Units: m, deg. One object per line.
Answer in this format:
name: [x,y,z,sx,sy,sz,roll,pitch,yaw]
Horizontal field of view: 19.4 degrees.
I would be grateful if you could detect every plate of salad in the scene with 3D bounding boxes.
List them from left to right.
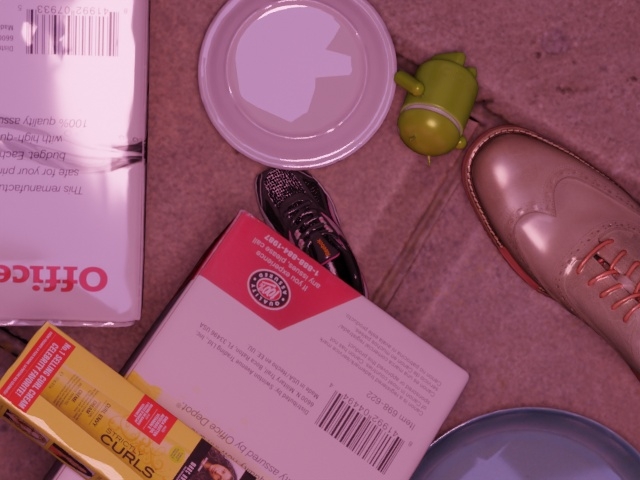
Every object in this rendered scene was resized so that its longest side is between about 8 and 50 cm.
plate of salad: [-0.023,-0.168,1.883,0.199,0.048,0.200,0,85,1]

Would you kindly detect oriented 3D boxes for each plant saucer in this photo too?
plant saucer: [0.211,0.326,1.929,0.317,0.044,0.318,0,92,-4]

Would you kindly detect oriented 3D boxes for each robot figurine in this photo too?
robot figurine: [0.117,-0.134,1.874,0.101,0.067,0.115,48,54,-41]

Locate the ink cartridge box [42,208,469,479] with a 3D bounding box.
ink cartridge box: [-0.085,0.213,1.777,0.279,0.160,0.385,37,66,-6]

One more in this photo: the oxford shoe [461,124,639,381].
oxford shoe: [0.304,0.034,1.870,0.397,0.146,0.140,42,89,-5]

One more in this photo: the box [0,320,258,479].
box: [-0.174,0.175,1.637,0.232,0.058,0.087,38,66,-3]

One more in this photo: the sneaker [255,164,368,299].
sneaker: [0.000,0.000,1.878,0.072,0.077,0.178,-34,94,-4]

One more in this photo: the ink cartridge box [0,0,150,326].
ink cartridge box: [-0.307,-0.125,1.790,0.285,0.166,0.395,2,97,-4]
